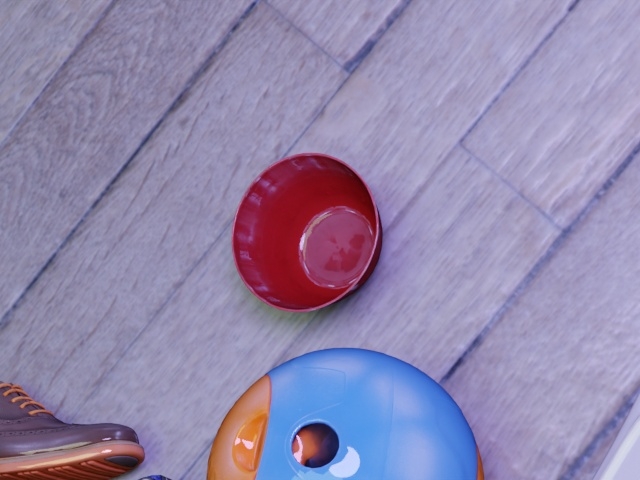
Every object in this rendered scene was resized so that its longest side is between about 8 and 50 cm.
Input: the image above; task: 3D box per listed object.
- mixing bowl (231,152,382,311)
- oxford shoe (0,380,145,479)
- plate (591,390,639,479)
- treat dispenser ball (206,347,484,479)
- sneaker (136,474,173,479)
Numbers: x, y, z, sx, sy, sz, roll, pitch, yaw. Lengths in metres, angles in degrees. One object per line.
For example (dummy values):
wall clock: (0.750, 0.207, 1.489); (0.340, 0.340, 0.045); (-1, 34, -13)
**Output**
mixing bowl: (0.000, 0.000, 1.897); (0.181, 0.098, 0.182); (-6, 75, 24)
oxford shoe: (-0.372, 0.228, 2.012); (0.363, 0.130, 0.133); (-5, 70, 25)
plate: (0.353, 0.289, 1.643); (0.277, 0.045, 0.278); (33, 94, 49)
treat dispenser ball: (0.026, 0.254, 1.721); (0.288, 0.288, 0.288); (-6, 76, 24)
sneaker: (-0.172, 0.349, 1.842); (0.315, 0.127, 0.182); (-13, 58, 59)
